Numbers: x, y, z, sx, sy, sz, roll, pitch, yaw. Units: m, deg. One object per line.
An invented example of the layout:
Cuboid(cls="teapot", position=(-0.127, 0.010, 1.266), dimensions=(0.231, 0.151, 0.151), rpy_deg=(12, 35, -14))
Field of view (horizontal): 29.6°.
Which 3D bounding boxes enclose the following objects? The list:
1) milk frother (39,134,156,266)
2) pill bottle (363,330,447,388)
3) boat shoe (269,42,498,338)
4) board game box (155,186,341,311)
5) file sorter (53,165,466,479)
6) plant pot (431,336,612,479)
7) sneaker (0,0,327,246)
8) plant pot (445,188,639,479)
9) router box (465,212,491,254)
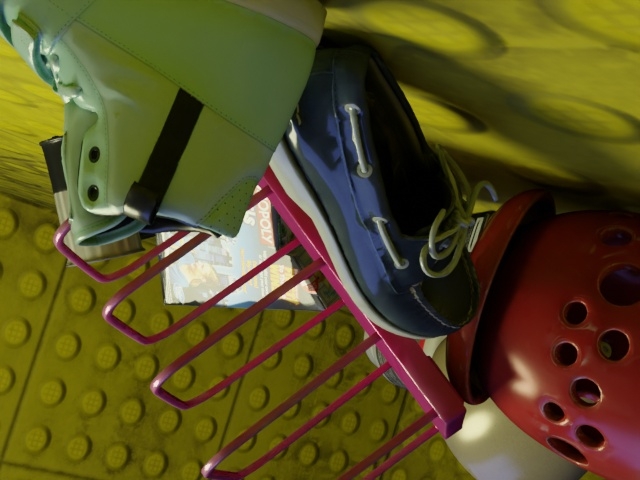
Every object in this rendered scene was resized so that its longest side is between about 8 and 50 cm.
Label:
Cuboid(cls="milk frother", position=(-0.210, -0.050, 1.231), dimensions=(0.129, 0.134, 0.143), rpy_deg=(-13, -177, -10))
Cuboid(cls="pill bottle", position=(0.202, 0.195, 2.207), dimensions=(0.176, 0.176, 0.318), rpy_deg=(19, 174, -22))
Cuboid(cls="boat shoe", position=(0.050, -0.024, 0.733), dimensions=(0.079, 0.095, 0.254), rpy_deg=(-4, 137, 31))
Cuboid(cls="board game box", position=(-0.066, -0.009, 1.170), dimensions=(0.194, 0.194, 0.060), rpy_deg=(14, -146, 24))
Cuboid(cls="file sorter", position=(-0.046, 0.074, 0.948), dimensions=(0.290, 0.182, 0.202), rpy_deg=(54, 177, 13))
Cuboid(cls="plant pot", position=(0.323, 0.210, 1.740), dimensions=(0.284, 0.284, 0.191), rpy_deg=(20, 139, -26))
Cuboid(cls="sneaker", position=(-0.138, -0.081, 0.616), dimensions=(0.256, 0.151, 0.094), rpy_deg=(17, 176, 18))
Cuboid(cls="plant pot", position=(0.193, 0.066, 0.877), dimensions=(0.174, 0.191, 0.191), rpy_deg=(18, 175, 23))
Cuboid(cls="router box", position=(0.210, 0.024, 1.143), dimensions=(0.179, 0.046, 0.133), rpy_deg=(18, 175, -10))
